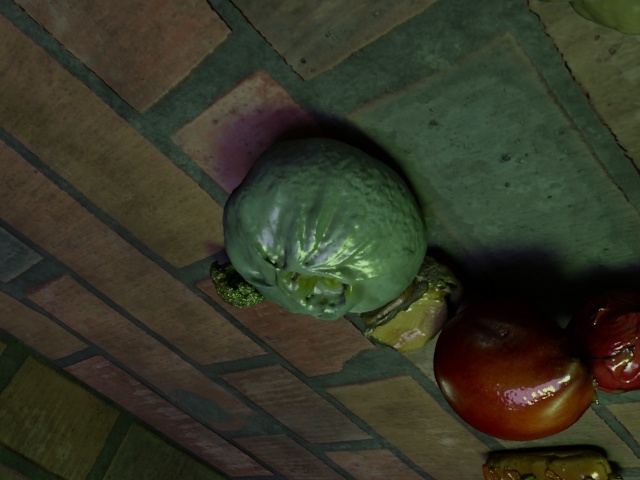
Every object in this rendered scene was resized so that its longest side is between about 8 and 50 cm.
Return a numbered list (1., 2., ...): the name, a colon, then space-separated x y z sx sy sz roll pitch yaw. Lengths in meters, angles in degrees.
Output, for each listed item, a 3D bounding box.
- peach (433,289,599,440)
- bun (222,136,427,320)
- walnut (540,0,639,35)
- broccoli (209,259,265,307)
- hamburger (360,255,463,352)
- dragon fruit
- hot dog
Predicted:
1. peach: 0.309 0.232 1.094 0.257 0.201 0.361 61 176 6
2. bun: 0.000 0.000 1.081 0.362 0.211 0.362 13 141 11
3. walnut: 0.279 -0.302 0.554 0.248 0.248 0.248 14 142 11
4. broccoli: -0.164 0.082 1.355 0.131 0.130 0.120 34 106 32
5. hamburger: 0.187 0.106 1.208 0.155 0.135 0.207 21 131 -24
6. dragon fruit: 0.488 0.162 1.057 0.172 0.172 0.209 21 158 3
7. hot dog: 0.563 0.592 1.590 0.349 0.117 0.158 -20 125 43
